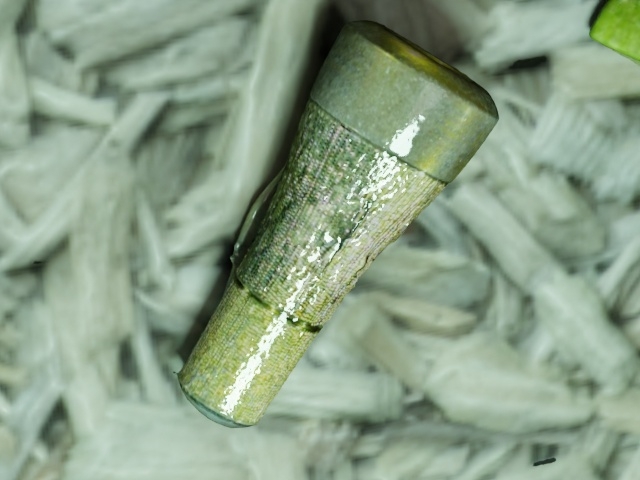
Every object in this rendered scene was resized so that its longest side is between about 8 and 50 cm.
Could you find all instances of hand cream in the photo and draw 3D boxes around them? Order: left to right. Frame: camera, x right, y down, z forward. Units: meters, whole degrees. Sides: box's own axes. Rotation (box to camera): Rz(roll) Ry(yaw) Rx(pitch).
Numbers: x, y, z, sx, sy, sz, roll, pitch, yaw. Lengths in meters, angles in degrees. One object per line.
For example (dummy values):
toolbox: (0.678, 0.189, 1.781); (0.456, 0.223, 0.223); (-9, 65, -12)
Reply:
hand cream: (0.000, 0.000, 0.805); (0.084, 0.084, 0.203); (26, 101, -25)

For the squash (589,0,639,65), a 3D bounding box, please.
squash: (0.300, -0.085, 0.918); (0.289, 0.203, 0.111); (26, 96, 10)
